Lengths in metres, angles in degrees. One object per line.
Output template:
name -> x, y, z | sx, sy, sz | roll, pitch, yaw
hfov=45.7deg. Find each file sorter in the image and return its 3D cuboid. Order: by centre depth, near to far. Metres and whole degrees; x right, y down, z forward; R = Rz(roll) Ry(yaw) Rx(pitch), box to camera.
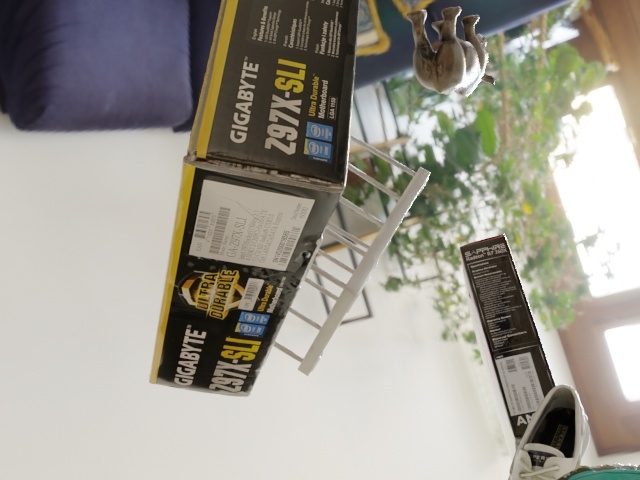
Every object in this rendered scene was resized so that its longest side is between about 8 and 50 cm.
file sorter -> 0.000, 0.000, 1.058 | 0.278, 0.173, 0.193 | -54, 174, -44

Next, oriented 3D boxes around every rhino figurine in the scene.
rhino figurine -> 0.189, -0.252, 1.044 | 0.073, 0.106, 0.243 | -3, -174, 29

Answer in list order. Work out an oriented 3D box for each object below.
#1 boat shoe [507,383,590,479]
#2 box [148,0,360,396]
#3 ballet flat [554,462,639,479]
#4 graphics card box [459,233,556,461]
boat shoe -> 0.292, 0.302, 0.989 | 0.096, 0.088, 0.267 | 8, -139, 35
box -> -0.040, -0.091, 0.509 | 0.079, 0.322, 0.257 | 11, 147, -8
ballet flat -> 0.258, 0.296, 0.809 | 0.241, 0.091, 0.077 | -16, 156, 2
graphics card box -> 0.333, 0.205, 1.319 | 0.094, 0.371, 0.233 | -14, 143, 6
